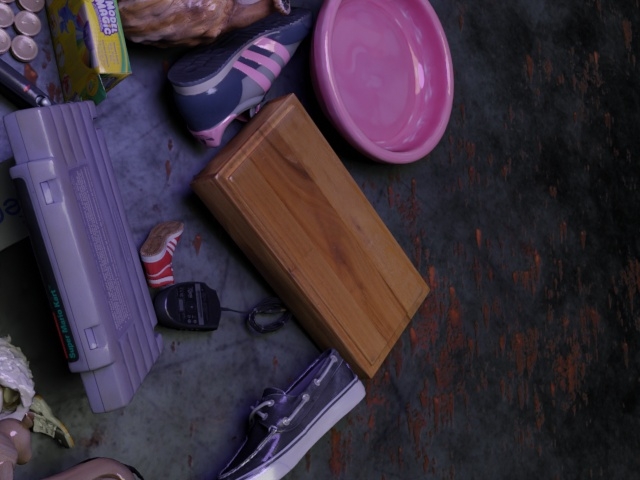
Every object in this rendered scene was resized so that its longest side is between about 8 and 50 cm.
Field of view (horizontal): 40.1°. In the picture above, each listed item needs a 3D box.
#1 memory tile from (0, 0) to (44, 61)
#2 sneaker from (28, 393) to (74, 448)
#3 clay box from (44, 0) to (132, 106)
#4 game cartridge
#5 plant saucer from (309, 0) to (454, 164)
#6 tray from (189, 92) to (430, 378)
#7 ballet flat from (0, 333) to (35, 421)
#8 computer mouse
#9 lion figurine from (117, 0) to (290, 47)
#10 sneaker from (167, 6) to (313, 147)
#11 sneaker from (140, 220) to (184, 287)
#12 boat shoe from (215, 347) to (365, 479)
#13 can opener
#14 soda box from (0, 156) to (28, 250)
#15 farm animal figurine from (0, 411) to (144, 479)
[{"bbox_3d":[-0.448,-0.306,1.173,0.148,0.012,0.113,10,74,-33],"label":"memory tile"},{"bbox_3d":[-0.349,0.237,1.115,0.037,0.032,0.083,-40,99,-21],"label":"sneaker"},{"bbox_3d":[-0.318,-0.283,1.189,0.053,0.127,0.222,-11,87,-37],"label":"clay box"},{"bbox_3d":[-0.283,0.009,1.072,0.230,0.068,0.355,-65,142,-77],"label":"game cartridge"},{"bbox_3d":[0.097,-0.291,1.488,0.332,0.084,0.332,4,85,-44],"label":"plant saucer"},{"bbox_3d":[0.000,0.000,1.355,0.411,0.076,0.203,53,55,-22],"label":"tray"},{"bbox_3d":[-0.499,0.179,0.933,0.409,0.147,0.147,-7,84,-37],"label":"ballet flat"},{"bbox_3d":[-0.142,0.104,1.290,0.242,0.041,0.071,9,67,-40],"label":"computer mouse"},{"bbox_3d":[-0.127,-0.377,1.316,0.392,0.240,0.142,-34,111,-60],"label":"lion figurine"},{"bbox_3d":[-0.113,-0.263,1.366,0.319,0.112,0.131,-43,135,-39],"label":"sneaker"},{"bbox_3d":[-0.221,0.022,1.239,0.118,0.042,0.067,-65,155,-61],"label":"sneaker"},{"bbox_3d":[-0.058,0.262,1.268,0.301,0.108,0.102,-36,97,-35],"label":"boat shoe"},{"bbox_3d":[-0.391,-0.191,1.158,0.186,0.059,0.073,46,54,-19],"label":"can opener"},{"bbox_3d":[-0.459,0.002,1.047,0.286,0.091,0.098,-36,101,-36],"label":"soda box"},{"bbox_3d":[-0.342,0.305,0.975,0.327,0.330,0.172,2,35,-35],"label":"farm animal figurine"}]
